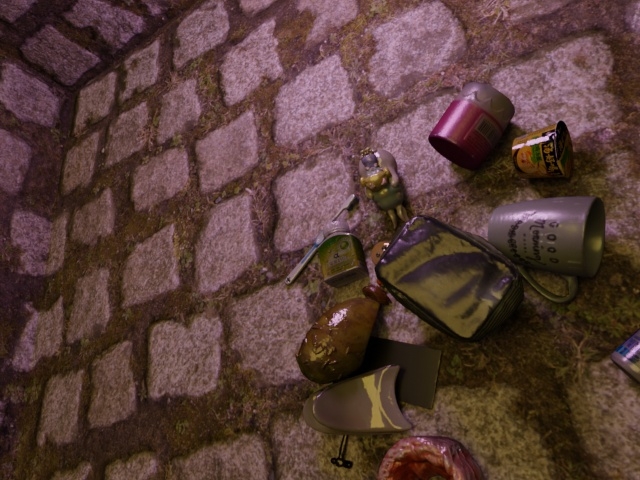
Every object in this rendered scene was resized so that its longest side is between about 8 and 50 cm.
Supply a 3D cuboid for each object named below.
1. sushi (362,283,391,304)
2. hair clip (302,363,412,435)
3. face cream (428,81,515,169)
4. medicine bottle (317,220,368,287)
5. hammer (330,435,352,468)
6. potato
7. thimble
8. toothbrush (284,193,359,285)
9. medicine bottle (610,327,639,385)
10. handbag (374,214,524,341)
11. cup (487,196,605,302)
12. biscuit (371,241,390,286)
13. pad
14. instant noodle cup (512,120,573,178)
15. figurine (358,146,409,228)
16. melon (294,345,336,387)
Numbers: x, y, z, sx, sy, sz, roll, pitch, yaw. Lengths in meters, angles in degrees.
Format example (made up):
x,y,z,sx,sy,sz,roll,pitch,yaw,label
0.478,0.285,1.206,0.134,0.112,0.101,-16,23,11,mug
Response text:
x,y,z,sx,sy,sz,roll,pitch,yaw,label
0.167,0.159,1.434,0.099,0.047,0.050,40,138,27,sushi
0.089,0.454,1.315,0.282,0.113,0.172,-9,67,-3,hair clip
0.435,-0.329,1.389,0.175,0.175,0.194,36,91,38,face cream
0.065,0.039,1.528,0.132,0.088,0.188,-25,58,23,medicine bottle
0.076,0.542,1.346,0.065,0.021,0.178,4,69,34,hammer
0.063,0.279,1.363,0.176,0.141,0.298,44,80,7,potato
0.258,0.577,1.121,0.239,0.162,0.239,-16,61,31,thimble
-0.002,-0.001,1.622,0.386,0.040,0.040,-51,52,5,toothbrush
0.719,0.218,1.003,0.191,0.107,0.107,-47,52,8,medicine bottle
0.330,0.105,1.214,0.341,0.240,0.247,35,88,31,handbag
0.548,0.022,1.181,0.234,0.186,0.257,3,99,43,cup
0.234,0.087,1.433,0.153,0.030,0.234,-44,53,7,biscuit
0.203,0.361,1.348,0.265,0.009,0.159,4,72,36,pad
0.589,-0.231,1.273,0.122,0.151,0.151,-3,68,43,instant noodle cup
0.199,-0.164,1.493,0.127,0.155,0.235,-21,63,9,figurine
0.003,0.374,1.449,0.182,0.054,0.098,43,100,33,melon
